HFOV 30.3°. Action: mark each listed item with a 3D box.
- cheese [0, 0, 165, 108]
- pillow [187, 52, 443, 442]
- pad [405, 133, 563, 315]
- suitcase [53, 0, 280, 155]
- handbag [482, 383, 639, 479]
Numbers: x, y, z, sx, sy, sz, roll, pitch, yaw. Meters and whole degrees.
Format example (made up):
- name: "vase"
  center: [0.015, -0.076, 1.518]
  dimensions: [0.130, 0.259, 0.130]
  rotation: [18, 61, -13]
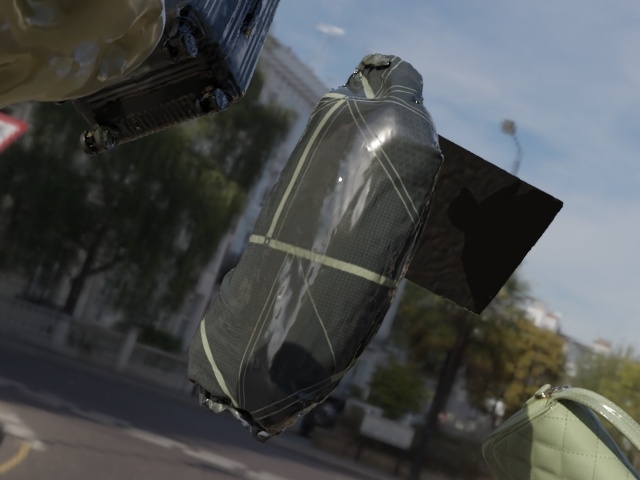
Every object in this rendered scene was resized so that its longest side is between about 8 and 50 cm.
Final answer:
- name: "cheese"
  center: [-0.193, -0.135, 0.549]
  dimensions: [0.173, 0.248, 0.251]
  rotation: [52, -10, 21]
- name: "pillow"
  center: [0.000, 0.000, 0.977]
  dimensions: [0.161, 0.335, 0.092]
  rotation: [21, -8, 42]
- name: "pad"
  center: [0.107, -0.032, 1.224]
  dimensions: [0.243, 0.163, 0.004]
  rotation: [28, 28, -11]
- name: "suitcase"
  center: [-0.164, -0.234, 1.309]
  dimensions: [0.202, 0.312, 0.128]
  rotation: [-16, -58, 23]
- name: "handbag"
  center: [0.287, 0.258, 1.174]
  dimensions: [0.256, 0.079, 0.219]
  rotation: [53, -30, 9]
